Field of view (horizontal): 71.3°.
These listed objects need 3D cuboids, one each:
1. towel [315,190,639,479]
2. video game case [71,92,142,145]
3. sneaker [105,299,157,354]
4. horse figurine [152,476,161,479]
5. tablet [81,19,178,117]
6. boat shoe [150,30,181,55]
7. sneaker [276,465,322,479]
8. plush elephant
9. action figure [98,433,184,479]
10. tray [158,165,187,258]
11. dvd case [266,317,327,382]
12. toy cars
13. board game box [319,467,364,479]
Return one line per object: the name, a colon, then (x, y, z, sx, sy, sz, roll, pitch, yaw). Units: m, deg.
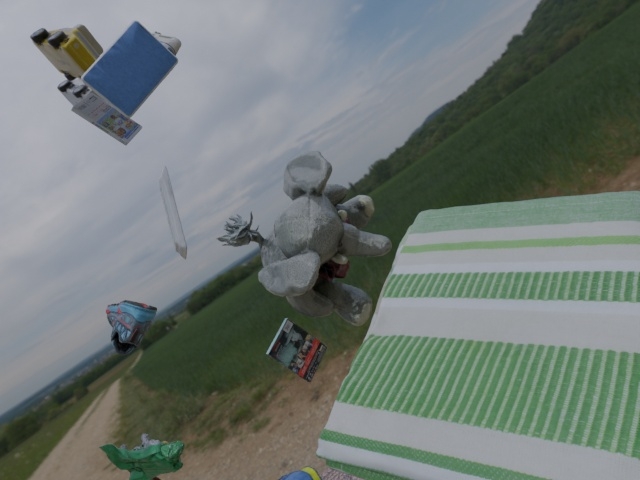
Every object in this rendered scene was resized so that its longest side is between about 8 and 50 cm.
towel: (0.159, 0.072, 0.409, 0.248, 0.038, 0.324, -4, 39, 34)
video game case: (-0.457, -0.262, 0.962, 0.011, 0.122, 0.087, -44, 23, 30)
sneaker: (-0.510, 0.229, 1.151, 0.262, 0.104, 0.125, -25, 48, 56)
horse figurine: (-0.510, 0.720, 1.192, 0.066, 0.174, 0.263, -27, 0, 27)
tablet: (-0.186, -0.169, 0.440, 0.006, 0.054, 0.083, 8, 61, 58)
boat shoe: (-0.244, -0.287, 0.652, 0.035, 0.100, 0.035, -59, -32, -23)
sneaker: (-0.068, 0.438, 0.741, 0.082, 0.069, 0.209, -15, -29, -37)
plush elephant: (0.000, 0.000, 0.793, 0.255, 0.330, 0.271, 162, 119, -67)
action figure: (-0.341, 0.435, 0.899, 0.232, 0.137, 0.063, -28, 24, 38)
tray: (-0.460, -0.081, 1.381, 0.030, 0.270, 0.145, -14, -12, -20)
dvd case: (-0.048, 0.232, 0.942, 0.013, 0.119, 0.087, -15, 40, 54)
toy cars: (-0.518, -0.365, 0.984, 0.087, 0.176, 0.394, -50, 9, -18)
board game box: (0.148, 0.664, 1.023, 0.141, 0.291, 0.232, -36, 5, -8)
